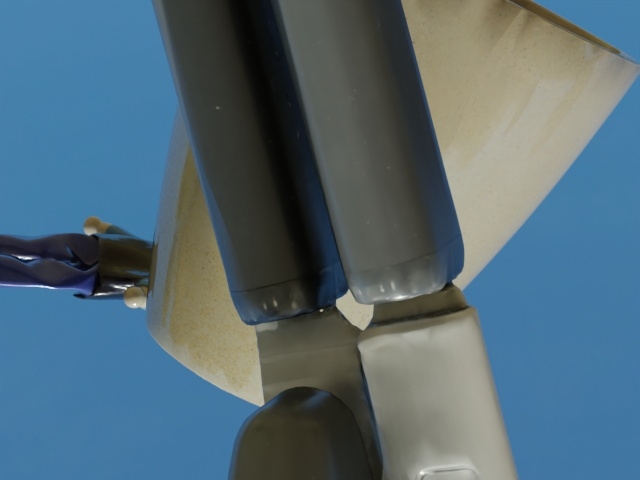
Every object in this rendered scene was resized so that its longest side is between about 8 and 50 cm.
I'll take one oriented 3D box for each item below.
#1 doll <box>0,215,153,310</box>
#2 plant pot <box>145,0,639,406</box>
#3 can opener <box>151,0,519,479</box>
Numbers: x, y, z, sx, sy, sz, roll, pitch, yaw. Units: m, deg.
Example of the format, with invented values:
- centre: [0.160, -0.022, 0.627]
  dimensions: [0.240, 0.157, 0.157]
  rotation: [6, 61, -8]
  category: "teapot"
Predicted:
- centre: [-0.156, 0.018, 1.274]
  dimensions: [0.189, 0.046, 0.129]
  rotation: [6, -157, -20]
  category: "doll"
- centre: [0.011, -0.044, 1.057]
  dimensions: [0.256, 0.256, 0.274]
  rotation: [34, -77, 28]
  category: "plant pot"
- centre: [0.000, 0.000, 0.501]
  dimensions: [0.074, 0.093, 0.280]
  rotation: [-11, -86, 25]
  category: "can opener"
